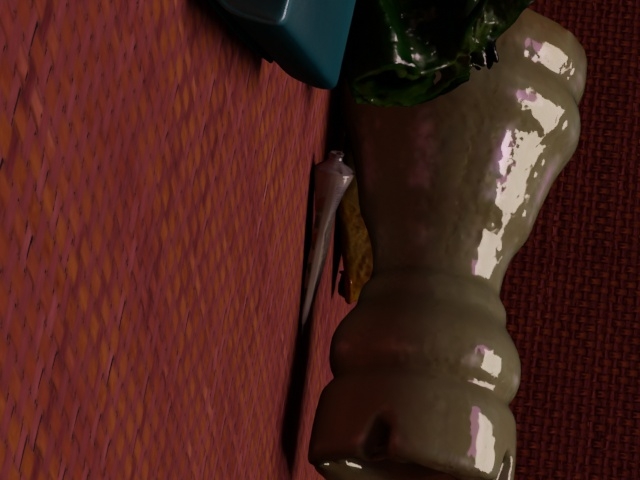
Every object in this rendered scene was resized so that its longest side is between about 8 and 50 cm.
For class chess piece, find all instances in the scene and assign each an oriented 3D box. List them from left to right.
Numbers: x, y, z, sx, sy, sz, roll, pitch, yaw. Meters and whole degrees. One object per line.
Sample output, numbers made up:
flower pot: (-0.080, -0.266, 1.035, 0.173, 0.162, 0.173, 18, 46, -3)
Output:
chess piece: (0.113, 0.013, 1.809, 0.234, 0.234, 0.442, 80, 17, -68)

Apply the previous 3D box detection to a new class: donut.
donut: (0.070, -0.071, 2.023, 0.152, 0.101, 0.259, 82, 19, -45)

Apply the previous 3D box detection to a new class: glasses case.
glasses case: (-0.022, -0.170, 1.217, 0.301, 0.070, 0.117, 33, 69, -85)

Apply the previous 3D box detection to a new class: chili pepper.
chili pepper: (0.092, -0.306, 1.614, 0.167, 0.213, 0.385, 11, 79, -41)

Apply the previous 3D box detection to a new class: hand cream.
hand cream: (0.000, 0.000, 1.739, 0.057, 0.037, 0.165, -67, 169, -70)
